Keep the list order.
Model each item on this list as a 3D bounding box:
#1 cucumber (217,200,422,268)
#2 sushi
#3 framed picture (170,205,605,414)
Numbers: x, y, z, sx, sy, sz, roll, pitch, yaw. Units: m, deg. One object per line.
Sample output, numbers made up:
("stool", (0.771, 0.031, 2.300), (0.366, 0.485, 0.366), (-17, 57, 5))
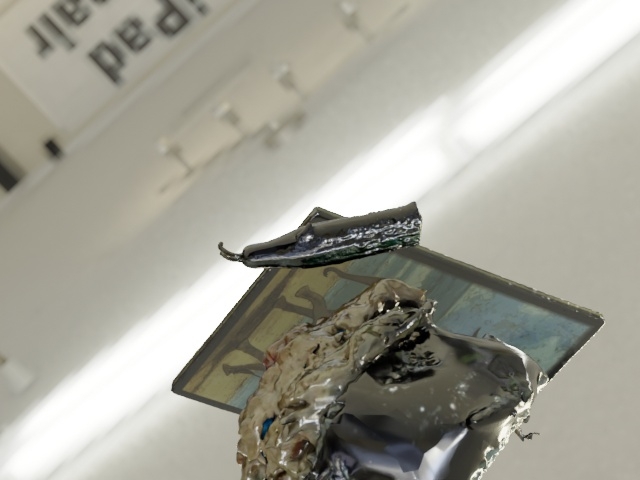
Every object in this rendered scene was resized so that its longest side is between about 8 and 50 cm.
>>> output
("cucumber", (0.000, 0.000, 1.493), (0.163, 0.039, 0.043), (-13, -134, 2))
("sushi", (0.043, 0.140, 1.529), (0.238, 0.218, 0.225), (-26, 149, -57))
("framed picture", (0.067, 0.108, 1.833), (0.265, 0.347, 0.016), (-50, -145, 31))
